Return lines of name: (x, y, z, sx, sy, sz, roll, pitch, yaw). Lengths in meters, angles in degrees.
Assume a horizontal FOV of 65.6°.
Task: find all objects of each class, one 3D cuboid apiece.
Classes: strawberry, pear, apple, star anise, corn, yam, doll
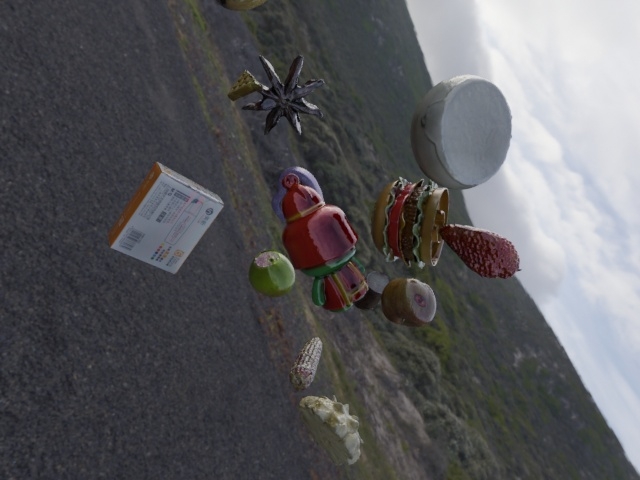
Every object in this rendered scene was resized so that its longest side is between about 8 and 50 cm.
strawberry: (0.470, 0.015, 1.405, 0.236, 0.106, 0.175, 16, 44, -17)
pear: (-0.191, 0.146, 2.001, 0.187, 0.188, 0.219, -102, 179, -51)
apple: (0.202, 0.143, 1.145, 0.126, 0.126, 0.101, 51, 45, -57)
star anise: (-0.121, -0.456, 1.582, 0.288, 0.288, 0.088, 58, 5, -39)
corn: (-0.039, 0.382, 1.579, 0.079, 0.080, 0.237, 64, 22, -13)
yam: (0.143, 0.144, 1.405, 0.141, 0.079, 0.079, 114, -39, -58)
doll: (0.000, 0.000, 1.228, 0.160, 0.183, 0.362, -19, -80, 60)

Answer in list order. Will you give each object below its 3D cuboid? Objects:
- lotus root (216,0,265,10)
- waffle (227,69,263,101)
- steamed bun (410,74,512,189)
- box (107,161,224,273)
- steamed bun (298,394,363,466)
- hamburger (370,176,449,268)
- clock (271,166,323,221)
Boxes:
lotus root: (-0.200, -0.713, 1.385, 0.125, 0.221, 0.118, 64, -21, -10)
waffle: (-0.192, -0.470, 1.444, 0.032, 0.191, 0.125, 43, 65, -31)
steamed bun: (0.344, -0.274, 1.271, 0.177, 0.283, 0.282, 21, -37, 59)
box: (-0.443, -0.059, 1.433, 0.221, 0.273, 0.091, 32, 11, -38)
steamed bun: (0.047, 0.660, 1.773, 0.292, 0.137, 0.295, -3, -60, 56)
hamburger: (0.267, -0.058, 1.533, 0.274, 0.212, 0.274, 10, 90, -67)
clock: (-0.063, -0.142, 1.636, 0.172, 0.198, 0.064, 25, 35, 6)
